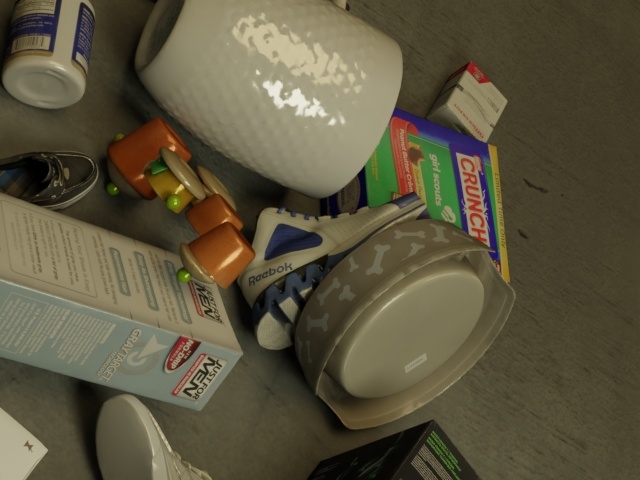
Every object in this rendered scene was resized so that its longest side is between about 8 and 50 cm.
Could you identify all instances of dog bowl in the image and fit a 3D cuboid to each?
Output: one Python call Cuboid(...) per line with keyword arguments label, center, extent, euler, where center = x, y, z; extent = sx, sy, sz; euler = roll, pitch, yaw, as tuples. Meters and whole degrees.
Cuboid(label="dog bowl", center=(0.116, 0.116, 1.730), extent=(0.349, 0.348, 0.102), euler=(-1, 40, -42))

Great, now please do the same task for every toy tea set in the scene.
Cuboid(label="toy tea set", center=(-0.198, -0.038, 1.600), extent=(0.200, 0.124, 0.336), euler=(49, 4, -23))

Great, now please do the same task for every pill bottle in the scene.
Cuboid(label="pill bottle", center=(-0.368, -0.286, 1.639), extent=(0.112, 0.112, 0.186), euler=(22, 56, -33))

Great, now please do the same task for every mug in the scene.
Cuboid(label="mug", center=(-0.078, -0.292, 1.770), extent=(0.328, 0.276, 0.374), euler=(24, 70, -25))

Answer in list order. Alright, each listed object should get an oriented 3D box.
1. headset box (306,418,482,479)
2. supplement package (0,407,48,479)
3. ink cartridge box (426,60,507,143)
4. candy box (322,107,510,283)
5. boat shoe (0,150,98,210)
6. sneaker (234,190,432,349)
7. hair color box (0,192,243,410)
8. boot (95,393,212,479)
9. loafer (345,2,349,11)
Cuboid(label="headset box", center=(0.054, 0.386, 1.587), extent=(0.131, 0.246, 0.283), euler=(52, 44, -8))
Cuboid(label="supplement package", center=(-0.460, 0.268, 1.257), extent=(0.204, 0.145, 0.262), euler=(46, 46, -15))
Cuboid(label="ink cartridge box", center=(0.272, -0.242, 2.223), extent=(0.109, 0.063, 0.150), euler=(46, 47, -15))
Cuboid(label="candy box", center=(0.159, -0.062, 1.990), extent=(0.317, 0.122, 0.268), euler=(17, 58, -37))
Cuboid(label="boat shoe", center=(-0.375, -0.082, 1.556), extent=(0.228, 0.076, 0.080), euler=(-13, 78, -44))
Cuboid(label="sneaker", center=(-0.001, 0.001, 1.746), extent=(0.182, 0.315, 0.127), euler=(52, -9, 35))
Cuboid(label="hair color box", center=(-0.295, 0.071, 1.474), extent=(0.374, 0.113, 0.185), euler=(21, 27, -33))
Cuboid(label="boot", center=(-0.194, 0.306, 1.513), extent=(0.123, 0.095, 0.258), euler=(-20, 96, -59))
Cuboid(label="loafer", center=(-0.106, -0.427, 1.927), extent=(0.366, 0.134, 0.130), euler=(10, 63, -38))
